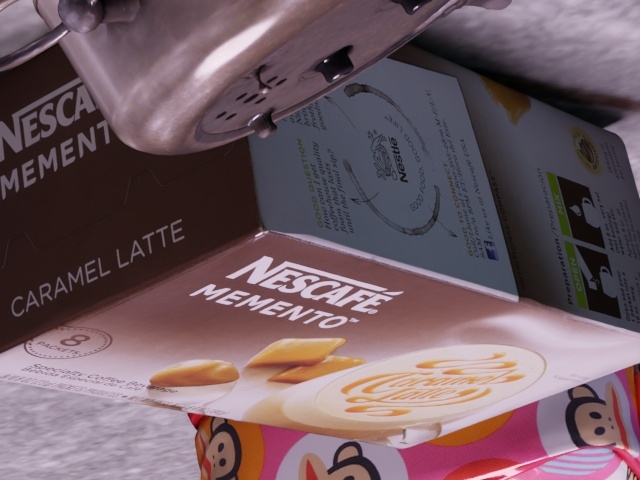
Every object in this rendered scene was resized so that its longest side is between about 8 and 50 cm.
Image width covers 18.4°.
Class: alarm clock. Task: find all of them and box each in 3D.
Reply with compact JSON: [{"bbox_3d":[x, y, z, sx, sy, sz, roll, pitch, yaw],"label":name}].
[{"bbox_3d":[-0.019,-0.068,0.506,0.192,0.064,0.129,-21,168,-46],"label":"alarm clock"}]

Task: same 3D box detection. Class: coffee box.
[{"bbox_3d":[0.000,0.000,0.714,0.141,0.098,0.246,-25,155,32],"label":"coffee box"}]

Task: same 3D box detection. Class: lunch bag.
[{"bbox_3d":[0.089,0.120,1.028,0.258,0.120,0.293,-16,157,12],"label":"lunch bag"}]
